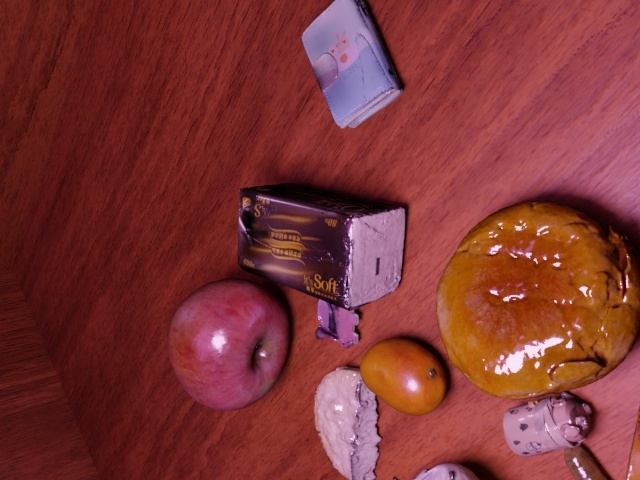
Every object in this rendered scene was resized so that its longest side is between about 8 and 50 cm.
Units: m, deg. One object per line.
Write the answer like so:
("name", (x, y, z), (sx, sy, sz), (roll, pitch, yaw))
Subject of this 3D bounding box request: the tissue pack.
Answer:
("tissue pack", (0.000, 0.000, 1.404), (0.370, 0.198, 0.210), (15, 106, 42))

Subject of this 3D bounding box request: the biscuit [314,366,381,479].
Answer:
("biscuit", (0.054, 0.435, 1.504), (0.179, 0.084, 0.281), (5, 101, 45))

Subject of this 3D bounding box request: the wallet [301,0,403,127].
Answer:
("wallet", (0.063, -0.386, 1.362), (0.176, 0.075, 0.250), (-32, 73, 40))

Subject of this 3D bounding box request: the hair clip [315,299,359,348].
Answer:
("hair clip", (0.034, 0.172, 1.492), (0.146, 0.056, 0.187), (23, 133, 44))

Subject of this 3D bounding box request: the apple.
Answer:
("apple", (-0.239, 0.256, 1.607), (0.269, 0.345, 0.344), (15, 107, 35))

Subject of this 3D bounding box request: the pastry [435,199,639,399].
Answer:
("pastry", (0.350, 0.099, 1.052), (0.356, 0.164, 0.356), (-9, 74, 37))

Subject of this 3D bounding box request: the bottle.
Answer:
("bottle", (0.410, 0.324, 1.116), (0.152, 0.099, 0.099), (-34, 73, 41))

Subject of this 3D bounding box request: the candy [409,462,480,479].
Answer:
("candy", (0.226, 0.652, 1.228), (0.427, 0.186, 0.386), (120, 167, -57))

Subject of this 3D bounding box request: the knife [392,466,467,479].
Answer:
("knife", (0.239, 0.527, 1.376), (0.222, 0.021, 0.045), (-33, 71, 44))

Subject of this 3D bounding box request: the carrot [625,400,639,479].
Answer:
("carrot", (0.581, 0.369, 0.916), (0.254, 0.196, 0.196), (12, 106, 33))

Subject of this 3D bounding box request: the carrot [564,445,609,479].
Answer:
("carrot", (0.513, 0.490, 1.061), (0.342, 0.070, 0.070), (57, 132, 24))

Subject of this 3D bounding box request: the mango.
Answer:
("mango", (0.169, 0.281, 1.336), (0.221, 0.120, 0.151), (21, 113, 50))
